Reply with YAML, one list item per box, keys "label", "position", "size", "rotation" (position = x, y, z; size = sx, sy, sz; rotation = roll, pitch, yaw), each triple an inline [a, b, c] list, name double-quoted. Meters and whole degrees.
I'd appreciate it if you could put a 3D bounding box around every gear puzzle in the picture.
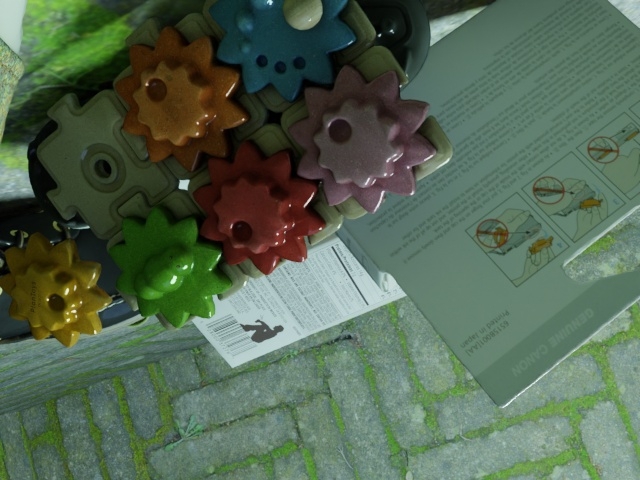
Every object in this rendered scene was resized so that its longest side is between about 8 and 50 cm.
- label: "gear puzzle"
  position: [-0.102, -0.031, 0.430]
  size: [0.339, 0.175, 0.044]
  rotation: [-32, -172, 23]

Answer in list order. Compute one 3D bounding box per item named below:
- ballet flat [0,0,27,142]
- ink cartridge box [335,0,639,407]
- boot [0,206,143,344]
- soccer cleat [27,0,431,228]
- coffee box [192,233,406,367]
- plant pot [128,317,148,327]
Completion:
- label: "ballet flat"
  position: [-0.159, -0.112, 0.226]
  size: [0.123, 0.123, 0.348]
  rotation: [-17, 172, -11]
- label: "ink cartridge box"
  position: [0.151, -0.051, 0.505]
  size: [0.275, 0.239, 0.060]
  rotation: [-36, 162, -8]
- label: "boot"
  position: [-0.283, 0.015, 0.583]
  size: [0.378, 0.138, 0.284]
  rotation: [-11, 169, -8]
- label: "soccer cleat"
  position: [-0.066, -0.097, 0.494]
  size: [0.318, 0.108, 0.116]
  rotation: [-22, -178, 24]
- label: "coffee box"
  position: [0.000, 0.000, 0.776]
  size: [0.297, 0.168, 0.119]
  rotation: [-25, 126, 11]
- label: "plant pot"
  position: [-0.307, 0.098, 1.153]
  size: [0.083, 0.083, 0.079]
  rotation: [-21, -178, 13]
